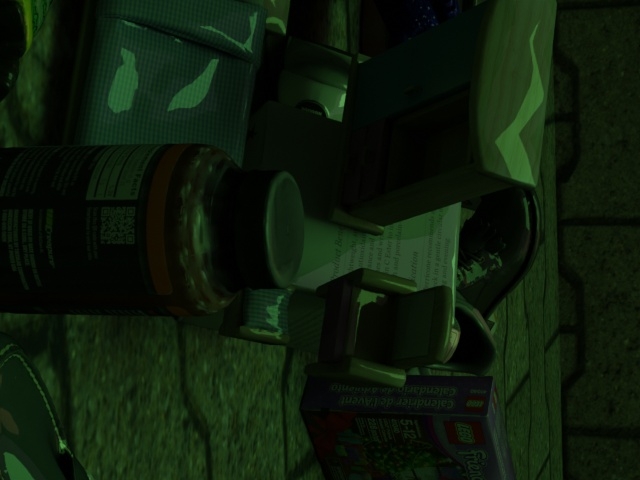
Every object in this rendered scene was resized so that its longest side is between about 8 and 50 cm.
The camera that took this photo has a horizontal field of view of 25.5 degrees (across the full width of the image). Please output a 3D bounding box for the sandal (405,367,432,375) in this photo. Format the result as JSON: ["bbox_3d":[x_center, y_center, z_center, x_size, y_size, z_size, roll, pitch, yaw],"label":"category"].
[{"bbox_3d":[0.102,0.189,1.763,0.102,0.076,0.265,90,-11,-53],"label":"sandal"}]

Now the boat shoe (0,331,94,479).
[{"bbox_3d":[-0.154,0.184,0.881,0.116,0.099,0.319,-65,149,-53],"label":"boat shoe"}]

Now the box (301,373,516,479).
[{"bbox_3d":[0.109,0.256,1.553,0.293,0.200,0.057,72,25,-43],"label":"box"}]

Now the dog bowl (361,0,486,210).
[{"bbox_3d":[0.167,-0.231,1.829,0.408,0.150,0.408,0,90,-73],"label":"dog bowl"}]

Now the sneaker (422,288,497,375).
[{"bbox_3d":[0.074,0.065,1.429,0.319,0.131,0.112,18,106,-51],"label":"sneaker"}]

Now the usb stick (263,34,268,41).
[{"bbox_3d":[-0.074,-0.188,1.233,0.278,0.045,0.077,-68,159,-51],"label":"usb stick"}]

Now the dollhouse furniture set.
[{"bbox_3d":[-0.034,-0.075,0.941,0.303,0.198,0.286,16,73,-26],"label":"dollhouse furniture set"}]

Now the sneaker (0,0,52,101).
[{"bbox_3d":[-0.208,-0.245,0.710,0.146,0.134,0.344,-78,169,-53],"label":"sneaker"}]

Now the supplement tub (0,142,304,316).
[{"bbox_3d":[-0.113,-0.006,0.851,0.106,0.197,0.106,1,90,-73],"label":"supplement tub"}]

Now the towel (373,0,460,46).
[{"bbox_3d":[0.077,-0.300,1.462,0.308,0.076,0.227,68,10,21],"label":"towel"}]

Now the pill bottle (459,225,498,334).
[{"bbox_3d":[0.176,0.083,1.905,0.208,0.117,0.118,69,27,-48],"label":"pill bottle"}]

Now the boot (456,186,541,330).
[{"bbox_3d":[0.135,0.035,1.622,0.229,0.091,0.263,10,106,-50],"label":"boot"}]

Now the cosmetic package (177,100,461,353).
[{"bbox_3d":[0.000,0.000,1.157,0.151,0.183,0.151,-33,-134,59],"label":"cosmetic package"}]

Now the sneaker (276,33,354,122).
[{"bbox_3d":[0.010,-0.122,1.420,0.330,0.122,0.146,-18,127,-75],"label":"sneaker"}]
